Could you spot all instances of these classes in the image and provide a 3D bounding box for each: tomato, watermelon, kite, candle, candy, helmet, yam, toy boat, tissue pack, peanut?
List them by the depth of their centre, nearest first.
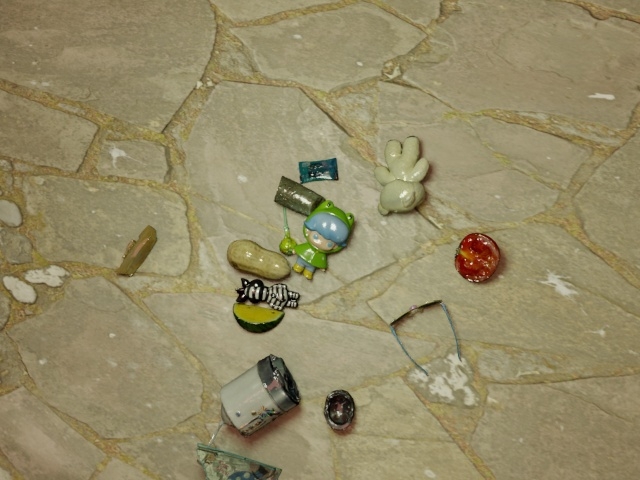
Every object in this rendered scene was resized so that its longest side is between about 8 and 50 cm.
[{"bbox_3d":[-0.286,0.801,1.788,0.368,0.014,0.407,-21,97,-15],"label":"kite"},{"bbox_3d":[-0.227,0.514,1.809,0.330,0.187,0.188,-34,75,2],"label":"candle"},{"bbox_3d":[0.064,0.531,1.815,0.098,0.070,0.123,2,86,16],"label":"helmet"},{"bbox_3d":[0.504,0.049,1.829,0.138,0.091,0.159,24,111,22],"label":"tomato"},{"bbox_3d":[-0.222,0.259,1.915,0.181,0.075,0.092,12,77,13],"label":"watermelon"},{"bbox_3d":[-0.210,0.068,1.928,0.236,0.120,0.110,19,44,18],"label":"peanut"},{"bbox_3d":[-0.077,-0.145,1.957,0.183,0.107,0.107,25,84,10],"label":"yam"},{"bbox_3d":[-0.118,-0.041,1.977,0.062,0.058,0.194,5,66,-30],"label":"candy"},{"bbox_3d":[-0.008,-0.244,2.004,0.137,0.028,0.085,-5,78,5],"label":"tissue pack"},{"bbox_3d":[-0.659,0.037,2.042,0.072,0.064,0.206,34,86,29],"label":"toy boat"}]

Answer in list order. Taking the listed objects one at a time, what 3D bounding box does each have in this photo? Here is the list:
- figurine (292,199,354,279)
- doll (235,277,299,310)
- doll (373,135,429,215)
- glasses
[{"bbox_3d":[0.000,0.000,1.900,0.162,0.143,0.263,31,103,-2],"label":"figurine"},{"bbox_3d":[-0.179,0.181,1.929,0.219,0.067,0.091,10,91,6],"label":"doll"},{"bbox_3d":[0.281,-0.216,1.915,0.149,0.175,0.278,15,69,-26],"label":"doll"},{"bbox_3d":[0.338,0.304,1.833,0.189,0.088,0.221,-26,96,3],"label":"glasses"}]
